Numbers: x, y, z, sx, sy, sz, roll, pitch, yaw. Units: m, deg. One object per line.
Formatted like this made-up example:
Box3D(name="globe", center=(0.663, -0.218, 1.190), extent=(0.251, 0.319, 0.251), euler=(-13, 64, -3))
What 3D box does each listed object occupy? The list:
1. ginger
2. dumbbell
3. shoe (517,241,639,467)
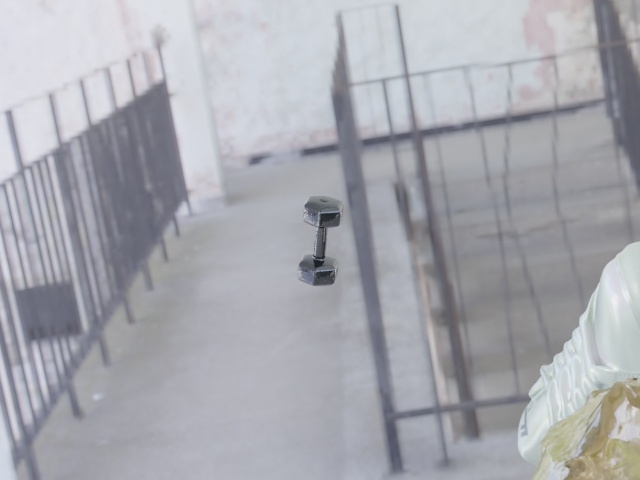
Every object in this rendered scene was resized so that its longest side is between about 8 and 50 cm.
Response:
Box3D(name="ginger", center=(0.224, 0.209, 0.940), extent=(0.152, 0.267, 0.138), euler=(-15, 20, -3))
Box3D(name="dumbbell", center=(0.000, 0.000, 1.205), extent=(0.040, 0.083, 0.036), euler=(22, 29, 34))
Box3D(name="shoe", center=(0.250, 0.134, 1.201), extent=(0.160, 0.363, 0.132), euler=(-15, 52, 4))
